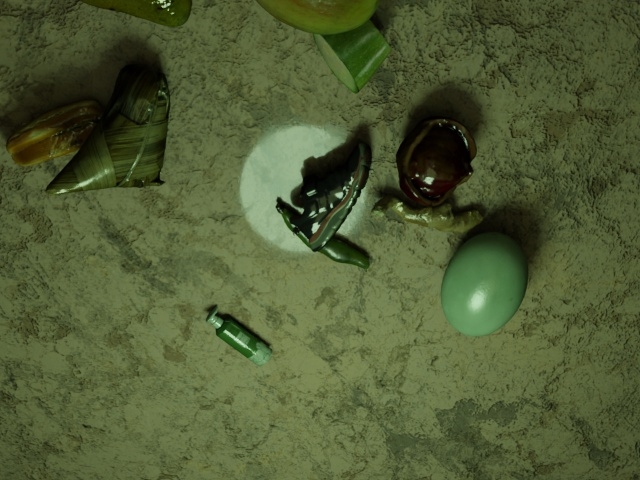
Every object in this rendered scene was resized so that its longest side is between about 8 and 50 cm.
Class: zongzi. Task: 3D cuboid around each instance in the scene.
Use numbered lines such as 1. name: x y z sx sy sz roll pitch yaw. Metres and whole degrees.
1. zongzi: -0.464 -0.233 1.675 0.134 0.288 0.286 28 119 33

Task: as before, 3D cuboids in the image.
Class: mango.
1. mango: -0.412 -0.546 1.539 0.329 0.176 0.176 28 79 0

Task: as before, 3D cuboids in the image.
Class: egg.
1. egg: 0.408 0.110 1.920 0.202 0.203 0.283 12 113 -8

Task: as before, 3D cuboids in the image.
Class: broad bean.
1. broad bean: -0.001 0.001 1.940 0.297 0.043 0.060 31 105 -16

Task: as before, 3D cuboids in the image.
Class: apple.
1. apple: 0.013 -0.557 1.450 0.305 0.338 0.338 39 112 -12

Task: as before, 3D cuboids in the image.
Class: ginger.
1. ginger: 0.263 -0.066 1.892 0.287 0.075 0.089 11 142 -13

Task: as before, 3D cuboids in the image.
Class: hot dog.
1. hot dog: -0.606 -0.247 1.768 0.269 0.072 0.109 -18 117 7

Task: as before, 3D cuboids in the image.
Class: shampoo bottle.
1. shampoo bottle: -0.223 0.259 2.073 0.204 0.065 0.065 40 112 -21

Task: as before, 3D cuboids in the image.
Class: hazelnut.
1. hazelnut: 0.261 -0.187 1.766 0.170 0.160 0.202 10 119 -37

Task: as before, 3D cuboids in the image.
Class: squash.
1. squash: 0.066 -0.414 1.644 0.122 0.170 0.170 -40 114 6

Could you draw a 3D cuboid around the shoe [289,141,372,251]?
1. shoe: 0.021 -0.119 1.843 0.137 0.114 0.291 33 105 4
